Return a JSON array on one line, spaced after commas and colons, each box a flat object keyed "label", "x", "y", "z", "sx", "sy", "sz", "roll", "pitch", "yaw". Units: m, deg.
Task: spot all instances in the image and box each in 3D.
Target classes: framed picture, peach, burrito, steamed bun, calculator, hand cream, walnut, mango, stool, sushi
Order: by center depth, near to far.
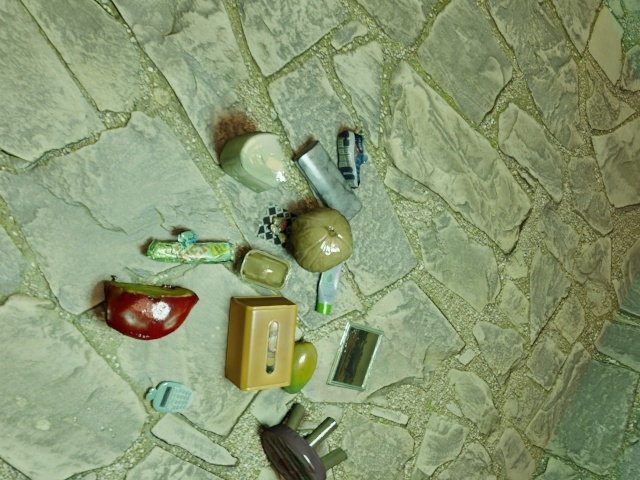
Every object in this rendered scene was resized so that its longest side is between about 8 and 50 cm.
[{"label": "peach", "x": -0.480, "y": 0.207, "z": 1.459, "sx": 0.267, "sy": 0.158, "sz": 0.154, "roll": 11, "pitch": 98, "yaw": -35}, {"label": "steamed bun", "x": -0.175, "y": -0.245, "z": 1.532, "sx": 0.200, "sy": 0.225, "sz": 0.170, "roll": 38, "pitch": 77, "yaw": -29}, {"label": "burrito", "x": -0.384, "y": 0.020, "z": 1.541, "sx": 0.288, "sy": 0.054, "sz": 0.104, "roll": 2, "pitch": 96, "yaw": -33}, {"label": "calculator", "x": -0.467, "y": 0.486, "z": 1.580, "sx": 0.153, "sy": 0.021, "sz": 0.095, "roll": 23, "pitch": 85, "yaw": -33}, {"label": "walnut", "x": 0.000, "y": 0.000, "z": 1.687, "sx": 0.228, "sy": 0.228, "sz": 0.228, "roll": -5, "pitch": 100, "yaw": -32}, {"label": "sushi", "x": -0.138, "y": -0.049, "z": 1.704, "sx": 0.120, "sy": 0.026, "sz": 0.126, "roll": 24, "pitch": 84, "yaw": -32}, {"label": "stool", "x": -0.053, "y": 0.711, "z": 1.752, "sx": 0.178, "sy": 0.272, "sz": 0.272, "roll": -34, "pitch": 115, "yaw": -38}, {"label": "mango", "x": -0.079, "y": 0.448, "z": 1.787, "sx": 0.130, "sy": 0.092, "sz": 0.195, "roll": 7, "pitch": 103, "yaw": -36}, {"label": "hand cream", "x": 0.038, "y": 0.129, "z": 1.840, "sx": 0.079, "sy": 0.050, "sz": 0.275, "roll": 21, "pitch": 81, "yaw": -60}, {"label": "framed picture", "x": 0.140, "y": 0.452, "z": 1.966, "sx": 0.197, "sy": 0.014, "sz": 0.252, "roll": 22, "pitch": 86, "yaw": -33}]

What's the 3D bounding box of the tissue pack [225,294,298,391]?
[{"label": "tissue pack", "x": -0.187, "y": 0.330, "z": 1.665, "sx": 0.194, "sy": 0.145, "sz": 0.275, "roll": 1, "pitch": 98, "yaw": -34}]

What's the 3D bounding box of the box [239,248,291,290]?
[{"label": "box", "x": -0.181, "y": 0.095, "z": 1.654, "sx": 0.177, "sy": 0.111, "sz": 0.111, "roll": 23, "pitch": 85, "yaw": -33}]

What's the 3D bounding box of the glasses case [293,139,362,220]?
[{"label": "glasses case", "x": 0.030, "y": -0.197, "z": 1.766, "sx": 0.114, "sy": 0.060, "sz": 0.299, "roll": -43, "pitch": 118, "yaw": -10}]

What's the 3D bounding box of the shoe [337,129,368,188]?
[{"label": "shoe", "x": 0.122, "y": -0.285, "z": 1.795, "sx": 0.106, "sy": 0.091, "sz": 0.207, "roll": -7, "pitch": 100, "yaw": -31}]
